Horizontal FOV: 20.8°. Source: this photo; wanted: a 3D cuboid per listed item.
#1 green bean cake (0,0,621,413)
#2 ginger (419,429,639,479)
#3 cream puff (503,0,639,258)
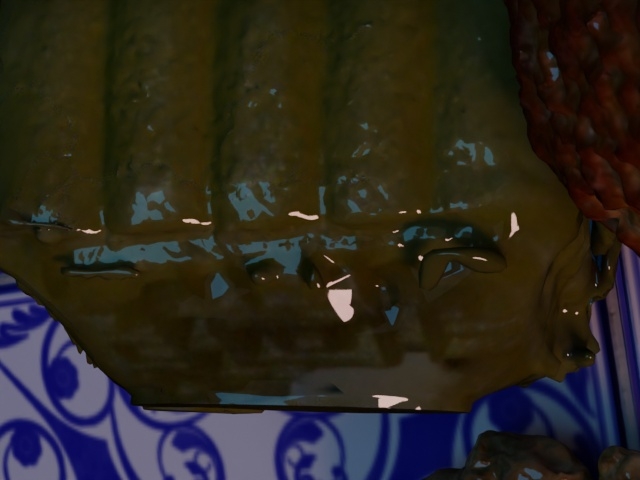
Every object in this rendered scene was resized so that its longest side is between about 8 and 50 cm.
[{"bbox_3d":[0.000,0.000,0.859,0.310,0.285,0.202,1,71,12],"label":"green bean cake"},{"bbox_3d":[0.099,0.165,0.897,0.213,0.074,0.137,-11,88,41],"label":"ginger"},{"bbox_3d":[0.240,-0.095,0.628,0.351,0.228,0.350,1,98,6],"label":"cream puff"}]
